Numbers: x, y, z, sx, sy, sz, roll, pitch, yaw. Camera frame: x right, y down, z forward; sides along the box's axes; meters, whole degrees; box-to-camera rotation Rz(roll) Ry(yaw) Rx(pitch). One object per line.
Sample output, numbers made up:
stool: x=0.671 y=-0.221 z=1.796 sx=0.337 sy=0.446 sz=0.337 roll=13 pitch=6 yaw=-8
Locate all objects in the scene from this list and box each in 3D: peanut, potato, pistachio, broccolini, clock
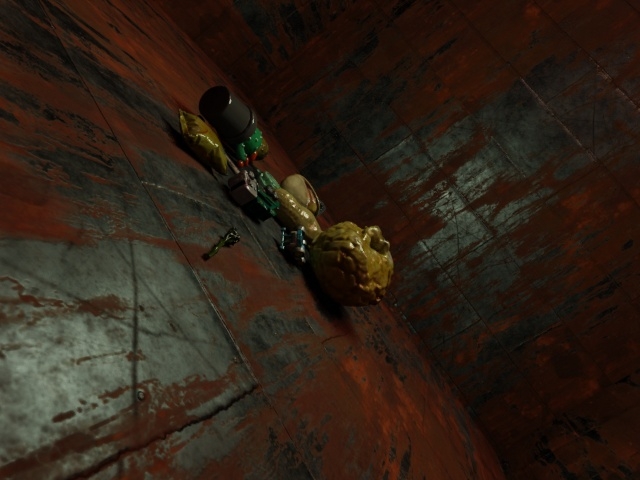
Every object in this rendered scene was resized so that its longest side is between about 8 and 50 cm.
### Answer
peanut: x=-0.117 y=-0.108 z=1.861 sx=0.319 sy=0.148 sz=0.147 roll=47 pitch=10 yaw=-20
potato: x=-0.362 y=-0.501 z=2.058 sx=0.176 sy=0.141 sz=0.298 roll=47 pitch=5 yaw=21
pistachio: x=-0.110 y=-0.235 z=2.209 sx=0.299 sy=0.188 sz=0.187 roll=56 pitch=8 yaw=35
broccolini: x=-0.247 y=0.005 z=1.035 sx=0.044 sy=0.042 sz=0.218 roll=52 pitch=10 yaw=-5
clock: x=-0.252 y=-0.276 z=2.031 sx=0.188 sy=0.060 sz=0.148 roll=58 pitch=10 yaw=31

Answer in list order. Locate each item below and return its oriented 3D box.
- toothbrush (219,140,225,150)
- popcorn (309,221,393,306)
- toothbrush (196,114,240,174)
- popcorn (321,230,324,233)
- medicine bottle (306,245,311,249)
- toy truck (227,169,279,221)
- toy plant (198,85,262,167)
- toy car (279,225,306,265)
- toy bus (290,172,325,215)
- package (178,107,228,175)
toothbrush: x=-0.440 y=-0.427 z=1.802 sx=0.097 sy=0.006 sz=0.008 roll=57 pitch=21 yaw=21
popcorn: x=0.118 y=0.100 z=1.721 sx=0.390 sy=0.354 sz=0.343 roll=-31 pitch=123 yaw=-49
toothbrush: x=-0.419 y=-0.386 z=1.686 sx=0.297 sy=0.031 sz=0.030 roll=55 pitch=34 yaw=-3
popcorn: x=-0.002 y=0.000 z=2.171 sx=0.089 sy=0.109 sz=0.096 roll=25 pitch=64 yaw=-29
medicine bottle: x=-0.057 y=-0.039 z=2.097 sx=0.309 sy=0.076 sz=0.111 roll=-109 pitch=175 yaw=-66
toy truck: x=-0.235 y=-0.148 z=1.488 sx=0.216 sy=0.110 sz=0.116 roll=45 pitch=24 yaw=-48
toy plant: x=-0.354 y=-0.498 z=1.784 sx=0.279 sy=0.186 sz=0.400 roll=68 pitch=11 yaw=22
toy car: x=-0.106 y=0.026 z=1.609 sx=0.161 sy=0.098 sz=0.126 roll=92 pitch=0 yaw=-58
toy bus: x=-0.104 y=-0.273 z=2.567 sx=0.289 sy=0.139 sz=0.157 roll=45 pitch=7 yaw=-28
package: x=-0.393 y=-0.328 z=1.382 sx=0.226 sy=0.090 sz=0.168 roll=46 pitch=14 yaw=-54
